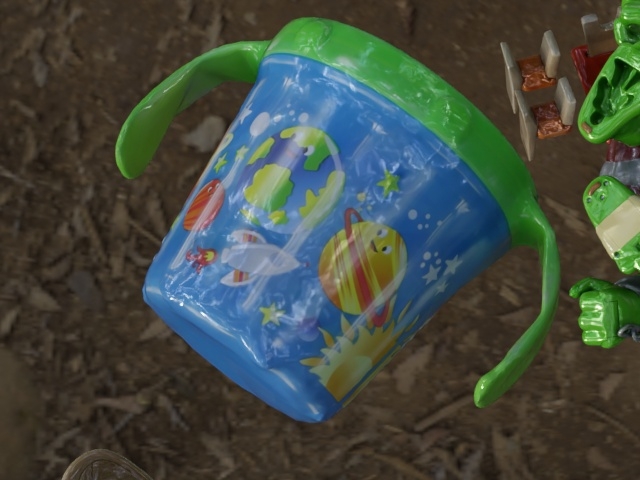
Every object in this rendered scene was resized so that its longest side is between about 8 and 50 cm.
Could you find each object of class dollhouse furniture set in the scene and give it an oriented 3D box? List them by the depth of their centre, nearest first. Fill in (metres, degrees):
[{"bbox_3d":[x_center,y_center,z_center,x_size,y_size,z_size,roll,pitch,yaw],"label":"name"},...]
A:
[{"bbox_3d":[0.364,-0.138,1.593,0.262,0.135,0.259,-13,56,3],"label":"dollhouse furniture set"}]

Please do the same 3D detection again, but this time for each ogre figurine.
[{"bbox_3d":[0.194,-0.036,0.784,0.097,0.118,0.197,-20,68,32],"label":"ogre figurine"}]

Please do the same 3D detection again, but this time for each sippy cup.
[{"bbox_3d":[0.000,0.000,0.982,0.224,0.240,0.305,-53,35,-13],"label":"sippy cup"}]

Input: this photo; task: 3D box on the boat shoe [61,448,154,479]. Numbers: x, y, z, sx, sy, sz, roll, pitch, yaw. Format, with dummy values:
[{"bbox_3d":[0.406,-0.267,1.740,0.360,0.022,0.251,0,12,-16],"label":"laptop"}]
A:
[{"bbox_3d":[-0.159,0.339,1.421,0.109,0.098,0.302,-41,97,-7],"label":"boat shoe"}]
